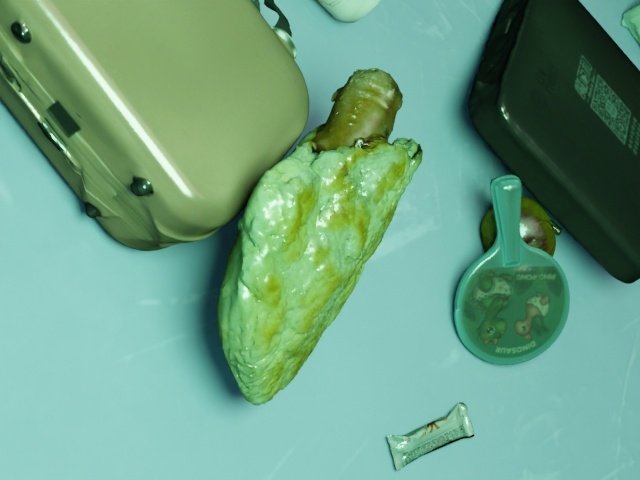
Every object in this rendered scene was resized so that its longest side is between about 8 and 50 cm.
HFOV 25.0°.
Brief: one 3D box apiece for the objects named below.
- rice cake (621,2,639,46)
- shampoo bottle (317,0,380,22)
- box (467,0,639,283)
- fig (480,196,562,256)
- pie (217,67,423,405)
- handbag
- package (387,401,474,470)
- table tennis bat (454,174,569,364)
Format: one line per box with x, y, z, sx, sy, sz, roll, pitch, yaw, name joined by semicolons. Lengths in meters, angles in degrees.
0.466;-0.202;1.731;0.237;0.127;0.043;50;59;-14;rice cake
-0.016;-0.301;1.432;0.192;0.074;0.074;42;56;-17;shampoo bottle
0.287;-0.130;1.579;0.289;0.073;0.290;44;41;-20;box
0.213;-0.011;1.522;0.084;0.082;0.098;28;32;6;fig
-0.002;0.008;1.268;0.105;0.257;0.274;23;47;18;pie
-0.140;-0.171;1.256;0.302;0.149;0.283;51;56;-11;handbag
0.109;0.192;1.416;0.110;0.015;0.037;-17;87;-40;package
0.192;0.031;1.465;0.124;0.033;0.201;-9;108;-11;table tennis bat
